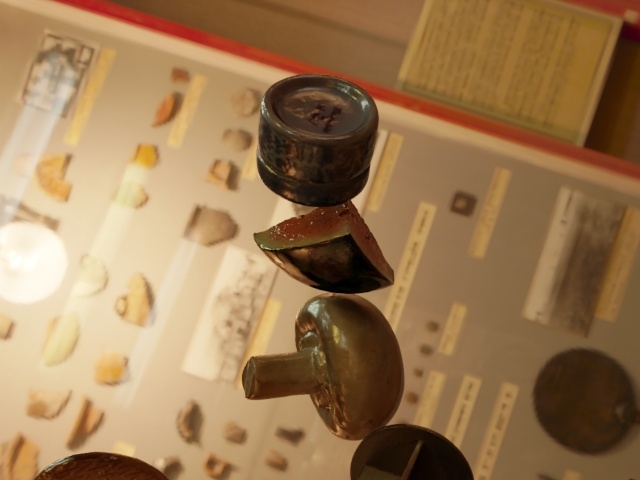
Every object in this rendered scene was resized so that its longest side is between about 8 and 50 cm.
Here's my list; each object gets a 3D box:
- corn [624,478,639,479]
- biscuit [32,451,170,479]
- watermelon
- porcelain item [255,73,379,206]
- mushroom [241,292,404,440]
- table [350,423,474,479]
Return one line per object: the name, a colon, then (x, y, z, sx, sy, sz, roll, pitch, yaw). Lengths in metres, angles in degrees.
corn: (0.221, 0.082, 0.364, 0.317, 0.115, 0.115, -9, -50, -30)
biscuit: (-0.328, 0.354, 1.530, 0.033, 0.224, 0.144, -96, -17, -54)
watermelon: (-0.002, 0.020, 1.373, 0.193, 0.145, 0.137, 43, -155, -64)
porcelain item: (-0.005, -0.121, 1.323, 0.147, 0.147, 0.114, -63, -15, -47)
mushroom: (0.001, 0.175, 1.460, 0.207, 0.215, 0.207, 172, 90, -75)
table: (0.084, 0.350, 1.299, 0.227, 0.167, 0.167, -48, -24, -62)
